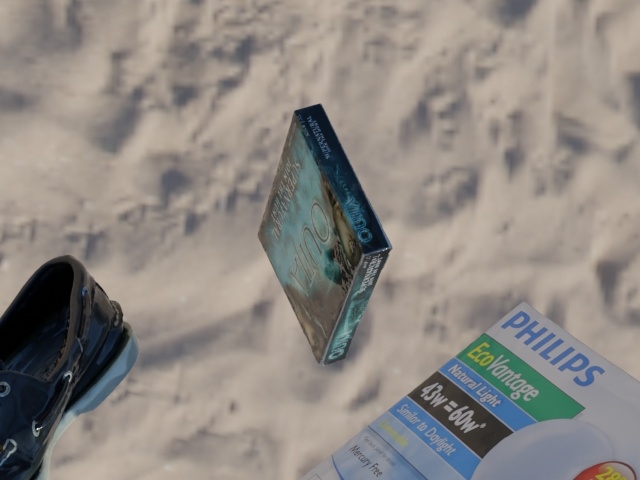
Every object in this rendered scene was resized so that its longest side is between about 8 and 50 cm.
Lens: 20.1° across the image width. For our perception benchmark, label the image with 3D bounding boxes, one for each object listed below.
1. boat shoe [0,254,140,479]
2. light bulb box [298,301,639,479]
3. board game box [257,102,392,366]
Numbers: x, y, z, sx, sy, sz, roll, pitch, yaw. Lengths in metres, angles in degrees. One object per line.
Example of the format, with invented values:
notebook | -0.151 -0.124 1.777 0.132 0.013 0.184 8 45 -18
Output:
boat shoe | -0.252 0.121 1.387 0.340 0.127 0.113 -48 128 -49
light bulb box | 0.192 0.298 1.712 0.361 0.358 0.225 -38 121 -10
board game box | 0.000 0.000 1.347 0.026 0.126 0.186 -17 156 -19
